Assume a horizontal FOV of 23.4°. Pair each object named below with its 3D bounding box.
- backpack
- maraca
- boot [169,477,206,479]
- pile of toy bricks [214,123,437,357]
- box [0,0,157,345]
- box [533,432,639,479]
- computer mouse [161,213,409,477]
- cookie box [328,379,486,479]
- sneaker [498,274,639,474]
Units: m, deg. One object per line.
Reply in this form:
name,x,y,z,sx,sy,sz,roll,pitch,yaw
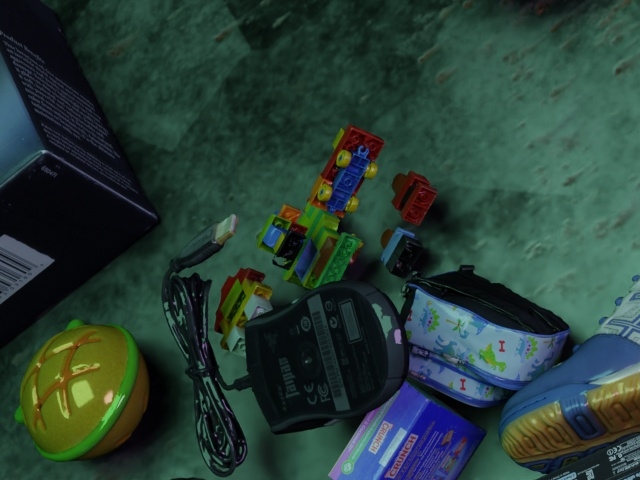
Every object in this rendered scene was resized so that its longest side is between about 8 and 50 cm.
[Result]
backpack,0.122,0.076,1.154,0.114,0.105,0.084,22,106,31
maraca,-0.210,0.126,1.327,0.127,0.099,0.185,-57,30,-11
boot,-0.044,0.352,1.117,0.260,0.131,0.348,4,63,23
pile of toy bricks,0.000,0.000,1.264,0.212,0.118,0.105,-60,26,16
box,-0.358,-0.066,1.430,0.296,0.183,0.294,-38,56,11
box,0.286,0.214,0.984,0.307,0.076,0.242,-29,44,17
computer mouse,-0.022,0.058,1.151,0.262,0.060,0.184,-31,72,48
cookie box,0.066,0.158,1.148,0.040,0.107,0.092,33,89,34
sneaker,0.255,0.063,1.092,0.296,0.112,0.131,-26,51,10
